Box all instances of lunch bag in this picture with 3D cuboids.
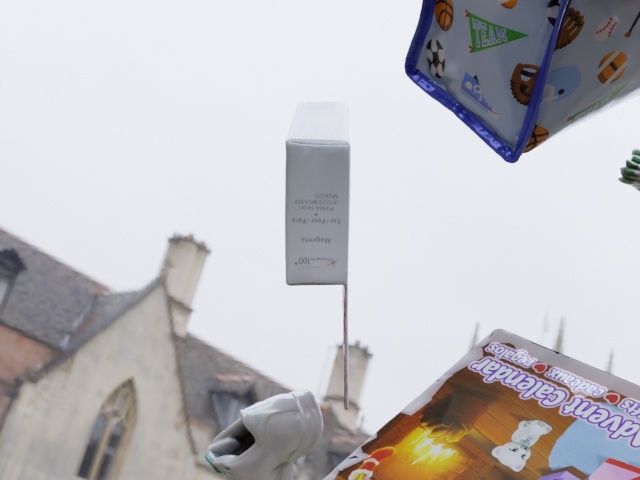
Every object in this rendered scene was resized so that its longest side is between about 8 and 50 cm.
[{"bbox_3d":[0.301,-0.317,1.114,0.239,0.327,0.386,44,-36,31],"label":"lunch bag"}]

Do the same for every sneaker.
[{"bbox_3d":[-0.074,0.223,1.043,0.094,0.080,0.212,-2,-45,-26],"label":"sneaker"}]

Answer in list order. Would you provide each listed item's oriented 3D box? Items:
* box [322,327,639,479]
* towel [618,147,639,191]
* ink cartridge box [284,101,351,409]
[{"bbox_3d":[0.105,0.148,0.351,0.293,0.201,0.057,21,-39,50],"label":"box"},{"bbox_3d":[0.262,-0.016,0.600,0.113,0.023,0.152,17,3,-43],"label":"towel"},{"bbox_3d":[0.000,0.000,1.012,0.060,0.239,0.275,2,14,1],"label":"ink cartridge box"}]
